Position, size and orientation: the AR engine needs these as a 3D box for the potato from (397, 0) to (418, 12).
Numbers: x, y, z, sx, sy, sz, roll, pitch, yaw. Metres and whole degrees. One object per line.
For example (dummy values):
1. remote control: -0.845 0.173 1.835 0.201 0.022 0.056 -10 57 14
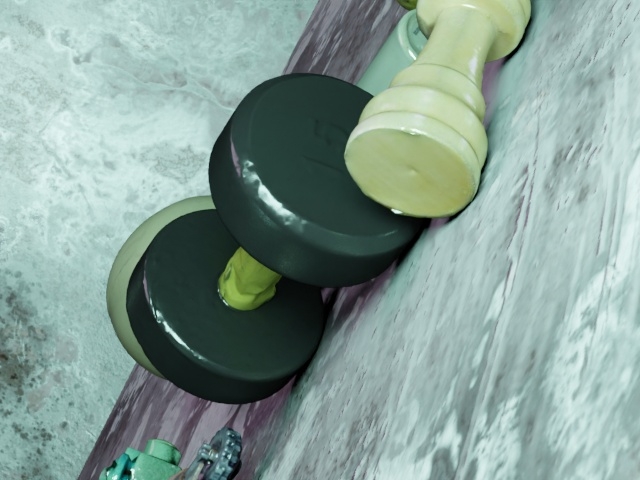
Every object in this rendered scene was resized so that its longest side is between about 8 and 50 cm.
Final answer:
1. potato: 0.149 -0.336 1.567 0.251 0.113 0.149 -47 20 61

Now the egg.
1. egg: -0.146 0.062 1.754 0.269 0.219 0.219 118 173 -45

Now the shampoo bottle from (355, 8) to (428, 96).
1. shampoo bottle: 0.068 -0.137 1.545 0.262 0.085 0.085 -52 14 52

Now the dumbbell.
1. dumbbell: -0.048 0.005 1.414 0.322 0.204 0.203 -52 14 49

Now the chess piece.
1. chess piece: 0.137 -0.205 1.294 0.117 0.117 0.397 -49 15 56

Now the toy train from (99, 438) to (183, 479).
1. toy train: -0.241 0.384 1.712 0.194 0.120 0.298 119 174 -66

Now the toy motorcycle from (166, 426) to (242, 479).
1. toy motorcycle: -0.126 0.289 1.432 0.118 0.084 0.212 -42 26 44
